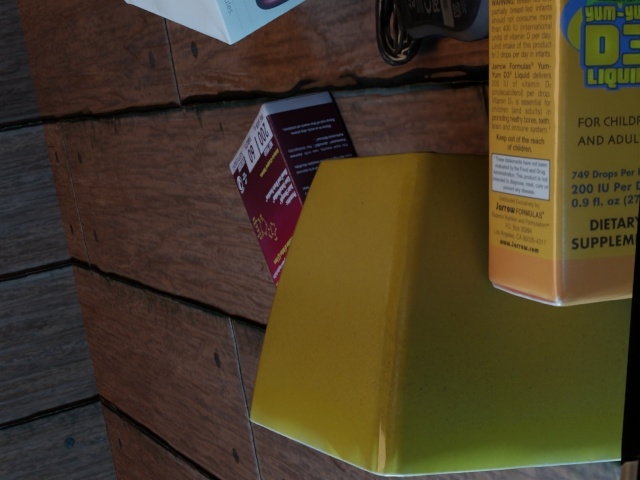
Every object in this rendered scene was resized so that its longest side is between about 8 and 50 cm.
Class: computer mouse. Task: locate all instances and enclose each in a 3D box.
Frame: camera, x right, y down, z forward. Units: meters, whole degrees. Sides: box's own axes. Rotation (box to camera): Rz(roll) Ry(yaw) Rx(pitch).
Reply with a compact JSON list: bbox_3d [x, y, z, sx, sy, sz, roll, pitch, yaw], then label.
[{"bbox_3d":[0.093,-0.206,0.818,0.272,0.072,0.188,-138,37,-71],"label":"computer mouse"}]

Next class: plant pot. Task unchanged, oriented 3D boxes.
[{"bbox_3d":[0.088,0.038,0.806,0.212,0.212,0.187,-179,90,-65],"label":"plant pot"}]

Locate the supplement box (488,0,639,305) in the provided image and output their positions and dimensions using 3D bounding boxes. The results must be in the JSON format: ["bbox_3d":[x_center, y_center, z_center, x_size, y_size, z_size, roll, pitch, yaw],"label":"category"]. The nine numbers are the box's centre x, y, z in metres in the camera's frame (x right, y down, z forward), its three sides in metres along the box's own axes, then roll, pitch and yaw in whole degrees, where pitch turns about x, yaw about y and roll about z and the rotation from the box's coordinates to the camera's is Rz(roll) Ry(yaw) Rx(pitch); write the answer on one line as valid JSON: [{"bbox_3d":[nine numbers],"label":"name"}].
[{"bbox_3d":[0.143,-0.086,0.671,0.080,0.078,0.233,-164,70,-68],"label":"supplement box"}]

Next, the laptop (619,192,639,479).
[{"bbox_3d":[0.227,-0.005,0.421,0.408,0.236,0.382,-25,40,43],"label":"laptop"}]

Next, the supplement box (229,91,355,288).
[{"bbox_3d":[0.000,0.000,1.119,0.239,0.073,0.130,68,154,16],"label":"supplement box"}]

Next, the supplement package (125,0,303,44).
[{"bbox_3d":[-0.107,-0.323,0.979,0.204,0.145,0.261,31,149,50],"label":"supplement package"}]
